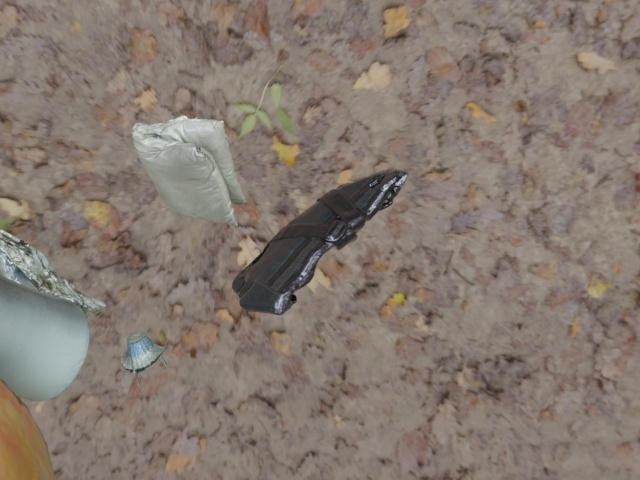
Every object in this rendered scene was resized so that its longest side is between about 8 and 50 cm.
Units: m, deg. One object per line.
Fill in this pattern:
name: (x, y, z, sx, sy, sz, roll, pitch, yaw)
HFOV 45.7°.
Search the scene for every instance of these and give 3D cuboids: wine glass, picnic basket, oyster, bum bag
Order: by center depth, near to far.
wine glass: (-0.277, 0.054, 0.540, 0.103, 0.231, 0.103, -10, 68, 25)
bum bag: (0.000, 0.000, 0.671, 0.198, 0.087, 0.049, -44, 119, -28)
oyster: (-0.436, 0.035, 1.037, 0.252, 0.087, 0.199, 4, 126, -1)
picnic basket: (-0.284, 0.190, 1.224, 0.083, 0.065, 0.083, -5, 118, 26)

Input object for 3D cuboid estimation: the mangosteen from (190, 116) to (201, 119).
mangosteen: (-0.215, -0.141, 1.282, 0.140, 0.140, 0.140, -1, 95, -8)

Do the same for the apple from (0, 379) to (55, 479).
apple: (-0.290, 0.187, 0.378, 0.309, 0.252, 0.313, 16, 60, -27)

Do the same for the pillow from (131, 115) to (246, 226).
pillow: (-0.187, -0.098, 1.107, 0.134, 0.181, 0.077, 6, 54, 15)
